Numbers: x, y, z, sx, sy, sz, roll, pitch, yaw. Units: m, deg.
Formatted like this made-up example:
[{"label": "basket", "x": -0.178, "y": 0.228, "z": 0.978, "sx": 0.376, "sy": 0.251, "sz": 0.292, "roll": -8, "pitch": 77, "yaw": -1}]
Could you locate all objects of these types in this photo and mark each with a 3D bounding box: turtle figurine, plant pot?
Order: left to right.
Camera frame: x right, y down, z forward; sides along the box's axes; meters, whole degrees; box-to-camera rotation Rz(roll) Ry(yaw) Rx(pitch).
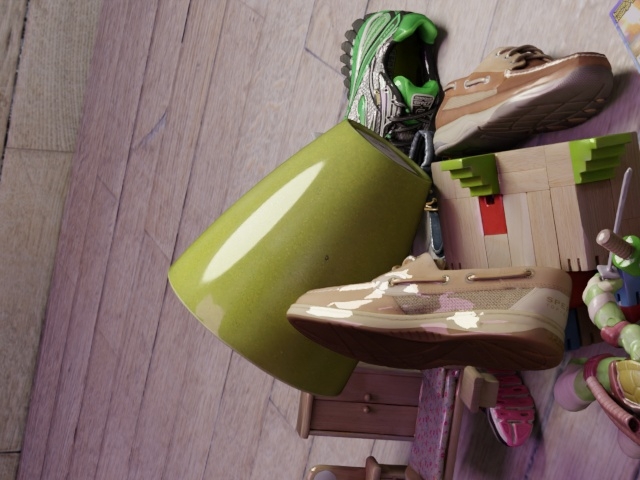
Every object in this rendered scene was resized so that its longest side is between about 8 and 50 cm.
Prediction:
[{"label": "plant pot", "x": 0.000, "y": 0.000, "z": 1.839, "sx": 0.293, "sy": 0.275, "sz": 0.275, "roll": -54, "pitch": 38, "yaw": 12}, {"label": "turtle figurine", "x": 0.368, "y": 0.109, "z": 1.510, "sx": 0.266, "sy": 0.198, "sz": 0.274, "roll": 118, "pitch": 156, "yaw": -64}]

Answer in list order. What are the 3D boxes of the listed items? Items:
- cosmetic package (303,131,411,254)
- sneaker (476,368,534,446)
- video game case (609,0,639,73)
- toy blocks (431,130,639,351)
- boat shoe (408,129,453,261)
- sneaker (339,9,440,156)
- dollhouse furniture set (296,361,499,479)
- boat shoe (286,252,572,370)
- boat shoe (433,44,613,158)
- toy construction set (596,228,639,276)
[{"label": "cosmetic package", "x": 0.036, "y": -0.039, "z": 2.184, "sx": 0.127, "sy": 0.107, "sz": 0.238, "roll": -58, "pitch": 37, "yaw": 42}, {"label": "sneaker", "x": 0.223, "y": 0.204, "z": 1.864, "sx": 0.074, "sy": 0.063, "sz": 0.170, "roll": 116, "pitch": 146, "yaw": -41}, {"label": "video game case", "x": 0.438, "y": -0.239, "z": 1.501, "sx": 0.269, "sy": 0.061, "sz": 0.244, "roll": -55, "pitch": 43, "yaw": 44}, {"label": "toy blocks", "x": 0.266, "y": 0.018, "z": 1.713, "sx": 0.381, "sy": 0.191, "sz": 0.260, "roll": -5, "pitch": 95, "yaw": 63}, {"label": "boat shoe", "x": 0.156, "y": -0.062, "z": 1.980, "sx": 0.065, "sy": 0.083, "sz": 0.183, "roll": 16, "pitch": 102, "yaw": 61}, {"label": "sneaker", "x": 0.094, "y": -0.163, "z": 2.050, "sx": 0.146, "sy": 0.134, "sz": 0.343, "roll": -3, "pitch": 85, "yaw": 61}, {"label": "dollhouse furniture set", "x": 0.083, "y": 0.269, "z": 1.894, "sx": 0.355, "sy": 0.174, "sz": 0.303, "roll": -133, "pitch": 48, "yaw": -75}, {"label": "boat shoe", "x": 0.124, "y": 0.078, "z": 1.649, "sx": 0.341, "sy": 0.121, "sz": 0.110, "roll": 2, "pitch": 63, "yaw": 28}, {"label": "boat shoe", "x": 0.240, "y": -0.190, "z": 1.804, "sx": 0.324, "sy": 0.123, "sz": 0.116, "roll": -19, "pitch": 69, "yaw": 58}, {"label": "toy construction set", "x": 0.472, "y": -0.024, "z": 1.308, "sx": 0.309, "sy": 0.237, "sz": 0.257, "roll": -55, "pitch": 34, "yaw": 5}]
